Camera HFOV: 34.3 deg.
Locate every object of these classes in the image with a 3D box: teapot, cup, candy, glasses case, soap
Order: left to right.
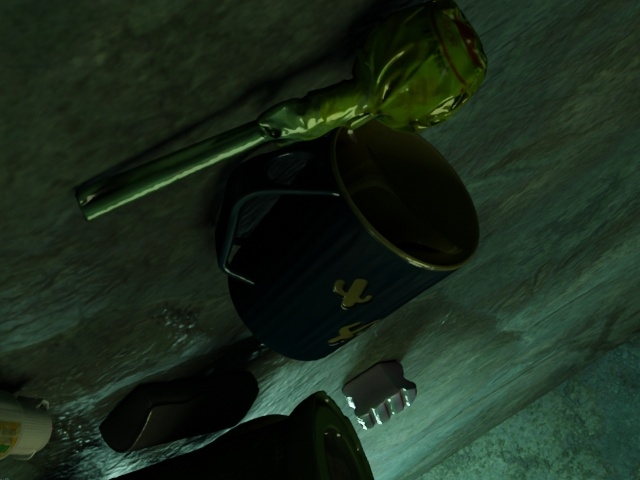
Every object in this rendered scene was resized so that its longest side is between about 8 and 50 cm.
[{"bbox_3d":[-0.134,0.169,1.036,0.072,0.042,0.190,-49,158,18],"label":"glasses case"},{"bbox_3d":[-0.110,0.305,1.061,0.336,0.200,0.270,-20,157,11],"label":"teapot"},{"bbox_3d":[-0.021,-0.070,0.621,0.262,0.073,0.077,-24,-173,-10],"label":"candy"},{"bbox_3d":[0.000,0.000,0.745,0.176,0.131,0.155,18,136,-30],"label":"cup"},{"bbox_3d":[0.089,0.227,1.526,0.100,0.056,0.149,-32,161,-3],"label":"soap"}]

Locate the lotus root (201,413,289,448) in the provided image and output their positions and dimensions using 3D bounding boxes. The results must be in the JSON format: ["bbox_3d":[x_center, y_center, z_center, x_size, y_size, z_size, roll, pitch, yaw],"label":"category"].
[{"bbox_3d":[-0.092,0.303,1.273,0.284,0.146,0.160,-30,-177,-24],"label":"lotus root"}]

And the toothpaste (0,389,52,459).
[{"bbox_3d":[-0.270,0.110,0.644,0.056,0.058,0.314,6,169,21],"label":"toothpaste"}]
